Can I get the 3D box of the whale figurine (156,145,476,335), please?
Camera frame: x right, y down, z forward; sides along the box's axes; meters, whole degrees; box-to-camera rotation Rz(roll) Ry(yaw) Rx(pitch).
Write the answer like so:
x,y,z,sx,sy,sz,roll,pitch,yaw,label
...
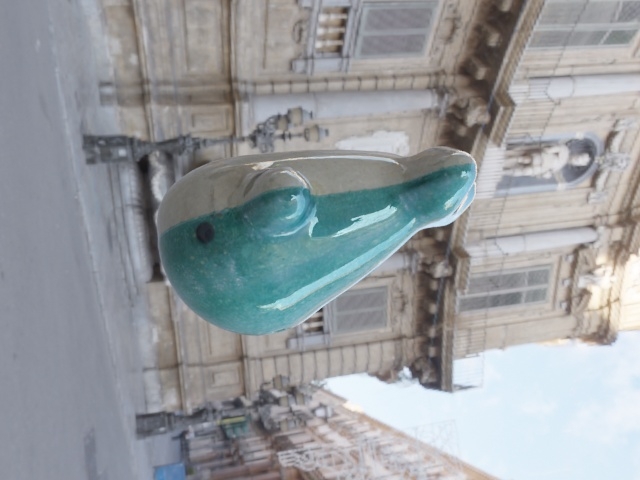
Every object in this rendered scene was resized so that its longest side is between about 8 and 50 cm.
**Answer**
x,y,z,sx,sy,sz,roll,pitch,yaw,label
0.000,0.000,0.519,0.216,0.271,0.141,32,48,-75,whale figurine
